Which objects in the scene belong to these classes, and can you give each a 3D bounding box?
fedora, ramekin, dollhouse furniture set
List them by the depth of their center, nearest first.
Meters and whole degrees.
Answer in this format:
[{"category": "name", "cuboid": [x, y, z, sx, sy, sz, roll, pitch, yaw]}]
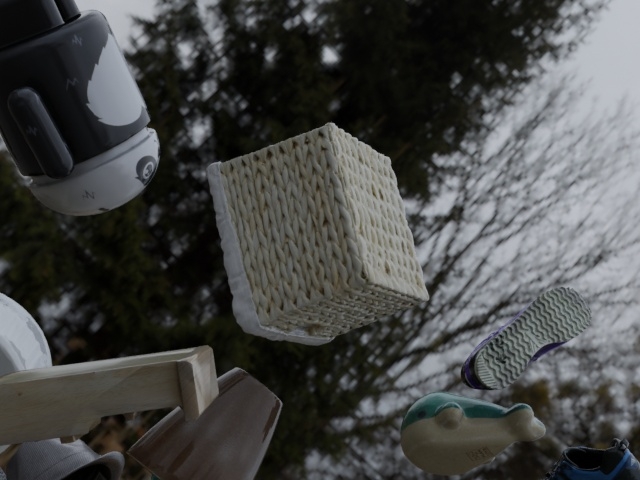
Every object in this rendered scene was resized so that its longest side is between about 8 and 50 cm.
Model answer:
[{"category": "dollhouse furniture set", "cuboid": [-0.235, 0.340, 1.286, 0.362, 0.256, 0.394, 0, 82, -88]}, {"category": "ramekin", "cuboid": [-0.559, 0.216, 1.685, 0.277, 0.277, 0.135, 49, 3, -13]}, {"category": "fedora", "cuboid": [-0.488, 0.428, 2.011, 0.124, 0.244, 0.275, 50, -12, 21]}]

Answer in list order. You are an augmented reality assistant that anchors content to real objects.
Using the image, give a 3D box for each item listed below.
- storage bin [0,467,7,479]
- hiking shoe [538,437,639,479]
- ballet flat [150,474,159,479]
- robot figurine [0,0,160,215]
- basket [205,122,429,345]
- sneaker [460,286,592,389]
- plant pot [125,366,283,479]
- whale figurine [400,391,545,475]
[{"category": "storage bin", "cuboid": [-0.687, 0.483, 2.067, 0.122, 0.180, 0.084, 50, 1, 15]}, {"category": "hiking shoe", "cuboid": [0.482, 0.454, 2.113, 0.304, 0.113, 0.132, -23, -81, 36]}, {"category": "ballet flat", "cuboid": [-0.248, 0.566, 2.019, 0.107, 0.106, 0.316, -3, -89, 63]}, {"category": "robot figurine", "cuboid": [-0.298, -0.165, 1.303, 0.173, 0.209, 0.278, 1, -61, 48]}, {"category": "basket", "cuboid": [0.000, 0.000, 2.048, 0.328, 0.266, 0.331, 21, 53, -63]}, {"category": "sneaker", "cuboid": [0.374, 0.188, 2.080, 0.102, 0.293, 0.146, 58, -24, 5]}, {"category": "plant pot", "cuboid": [-0.177, 0.339, 1.890, 0.215, 0.230, 0.215, 35, -15, 11]}, {"category": "whale figurine", "cuboid": [0.286, 0.350, 2.110, 0.272, 0.141, 0.216, -19, -43, 22]}]
